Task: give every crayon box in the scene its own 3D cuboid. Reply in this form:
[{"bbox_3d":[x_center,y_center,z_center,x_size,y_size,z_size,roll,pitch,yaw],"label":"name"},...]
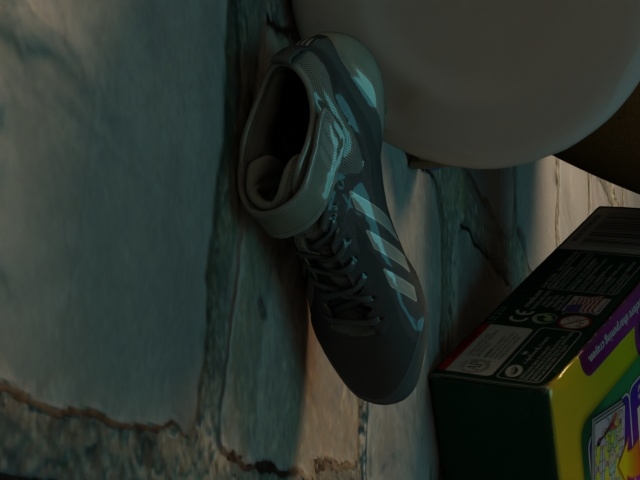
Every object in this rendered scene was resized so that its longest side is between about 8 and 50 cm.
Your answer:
[{"bbox_3d":[0.225,0.180,1.259,0.363,0.106,0.313,-36,124,-53],"label":"crayon box"}]

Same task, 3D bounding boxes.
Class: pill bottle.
[{"bbox_3d":[0.125,-0.191,0.947,0.361,0.204,0.204,-53,137,-63],"label":"pill bottle"}]

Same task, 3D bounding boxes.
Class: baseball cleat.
[{"bbox_3d":[0.000,0.000,0.779,0.109,0.072,0.206,-31,113,-55],"label":"baseball cleat"}]

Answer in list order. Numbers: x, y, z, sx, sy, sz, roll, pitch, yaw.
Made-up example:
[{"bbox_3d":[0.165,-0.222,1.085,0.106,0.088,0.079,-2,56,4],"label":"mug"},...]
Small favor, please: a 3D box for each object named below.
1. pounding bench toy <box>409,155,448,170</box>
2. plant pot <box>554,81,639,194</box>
[{"bbox_3d":[0.093,-0.092,1.081,0.083,0.052,0.065,-63,146,-58],"label":"pounding bench toy"},{"bbox_3d":[0.264,-0.139,1.261,0.237,0.254,0.237,-173,-90,-77],"label":"plant pot"}]
